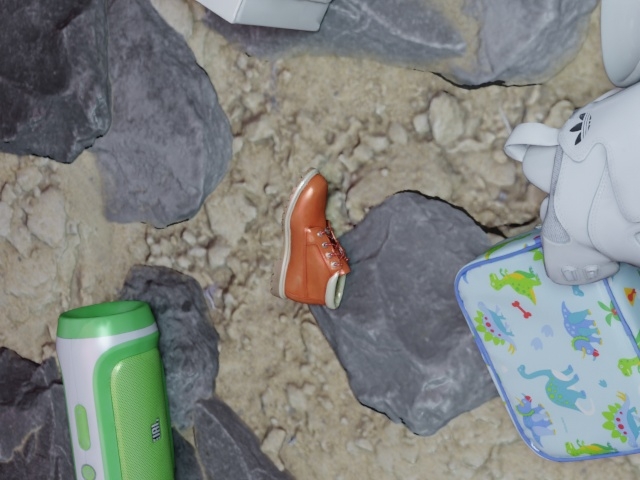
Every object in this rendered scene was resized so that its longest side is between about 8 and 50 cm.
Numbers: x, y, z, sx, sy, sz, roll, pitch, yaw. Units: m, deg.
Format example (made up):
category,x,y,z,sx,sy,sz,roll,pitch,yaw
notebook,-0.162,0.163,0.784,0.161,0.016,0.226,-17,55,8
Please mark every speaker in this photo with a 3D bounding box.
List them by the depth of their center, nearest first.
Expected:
category,x,y,z,sx,sy,sz,roll,pitch,yaw
speaker,-0.247,0.229,1.216,0.131,0.131,0.296,-2,98,30

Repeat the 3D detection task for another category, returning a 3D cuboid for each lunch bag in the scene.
category,x,y,z,sx,sy,sz,roll,pitch,yaw
lunch bag,0.233,0.092,0.925,0.176,0.090,0.219,-23,93,44

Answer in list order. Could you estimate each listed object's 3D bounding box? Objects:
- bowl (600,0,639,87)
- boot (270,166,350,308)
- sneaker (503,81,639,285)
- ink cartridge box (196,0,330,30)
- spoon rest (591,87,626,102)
category,x,y,z,sx,sy,sz,roll,pitch,yaw
bowl,0.313,-0.258,0.756,0.134,0.298,0.297,7,103,4
boot,0.000,0.000,1.083,0.085,0.059,0.157,19,116,22
sneaker,0.313,-0.008,0.794,0.210,0.366,0.137,-11,50,46
ink cartridge box,-0.093,-0.342,1.006,0.233,0.171,0.168,36,114,19
spoon rest,0.333,-0.111,0.857,0.276,0.084,0.137,-41,78,27
